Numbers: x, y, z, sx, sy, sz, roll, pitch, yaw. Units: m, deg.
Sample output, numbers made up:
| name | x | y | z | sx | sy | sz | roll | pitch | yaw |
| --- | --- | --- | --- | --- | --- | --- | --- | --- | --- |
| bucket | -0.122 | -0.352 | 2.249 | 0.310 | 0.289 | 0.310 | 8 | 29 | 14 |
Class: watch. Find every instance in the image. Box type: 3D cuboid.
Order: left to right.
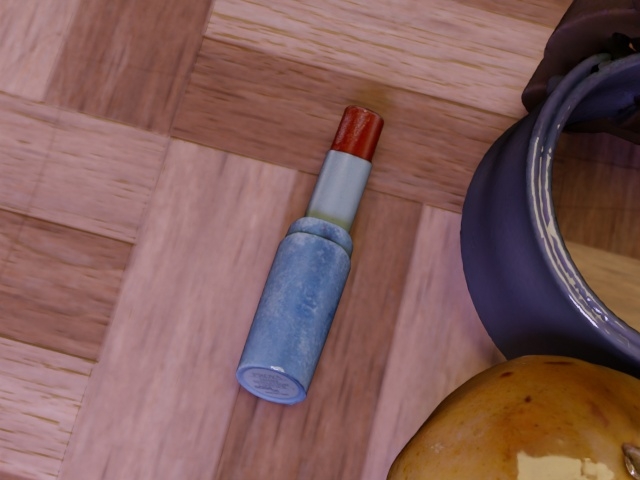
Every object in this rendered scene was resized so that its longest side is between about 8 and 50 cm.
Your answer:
| name | x | y | z | sx | sy | sz | roll | pitch | yaw |
| --- | --- | --- | --- | --- | --- | --- | --- | --- | --- |
| watch | 0.298 | -0.019 | 1.505 | 0.335 | 0.314 | 0.327 | 19 | 70 | -11 |

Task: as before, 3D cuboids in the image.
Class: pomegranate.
| name | x | y | z | sx | sy | sz | roll | pitch | yaw |
| --- | --- | --- | --- | --- | --- | --- | --- | --- | --- |
| pomegranate | 0.157 | 0.192 | 1.360 | 0.233 | 0.233 | 0.233 | 4 | 59 | -7 |

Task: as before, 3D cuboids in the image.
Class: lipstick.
| name | x | y | z | sx | sy | sz | roll | pitch | yaw |
| --- | --- | --- | --- | --- | --- | --- | --- | --- | --- |
| lipstick | 0.000 | 0.000 | 1.537 | 0.061 | 0.068 | 0.274 | 18 | 60 | 2 |
